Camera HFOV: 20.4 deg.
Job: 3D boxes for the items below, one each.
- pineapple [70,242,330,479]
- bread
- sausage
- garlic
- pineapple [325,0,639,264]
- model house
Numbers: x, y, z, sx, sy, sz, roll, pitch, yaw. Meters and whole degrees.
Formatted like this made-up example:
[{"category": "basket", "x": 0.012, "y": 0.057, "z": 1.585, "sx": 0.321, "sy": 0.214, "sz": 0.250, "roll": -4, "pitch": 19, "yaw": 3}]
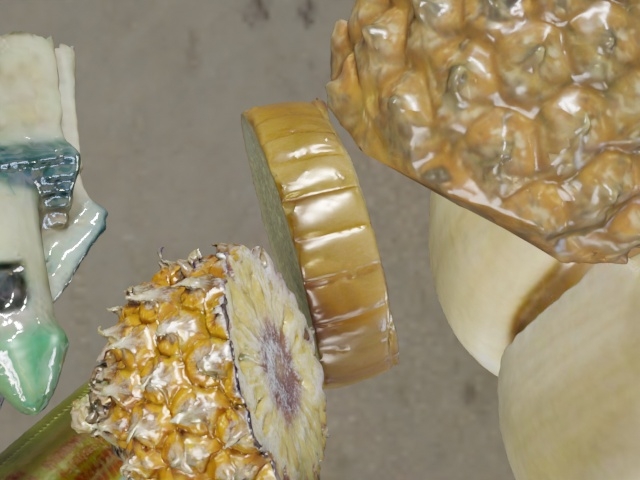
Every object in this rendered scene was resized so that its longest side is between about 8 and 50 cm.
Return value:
[{"category": "pineapple", "x": -0.085, "y": 0.094, "z": 1.056, "sx": 0.161, "sy": 0.137, "sz": 0.176, "roll": 58, "pitch": 23, "yaw": -44}, {"category": "bread", "x": 0.000, "y": 0.000, "z": 1.420, "sx": 0.236, "sy": 0.070, "sz": 0.236, "roll": 165, "pitch": -90, "yaw": -85}, {"category": "sausage", "x": -0.198, "y": 0.185, "z": 1.539, "sx": 0.125, "sy": 0.117, "sz": 0.317, "roll": 53, "pitch": 33, "yaw": -5}, {"category": "garlic", "x": 0.181, "y": 0.038, "z": 0.961, "sx": 0.313, "sy": 0.249, "sz": 0.286, "roll": 63, "pitch": 26, "yaw": -72}, {"category": "pineapple", "x": 0.114, "y": -0.127, "z": 0.465, "sx": 0.277, "sy": 0.130, "sz": 0.119, "roll": -62, "pitch": 166, "yaw": 11}, {"category": "model house", "x": -0.298, "y": 0.019, "z": 1.261, "sx": 0.243, "sy": 0.298, "sz": 0.284, "roll": -11, "pitch": 85, "yaw": -36}]
